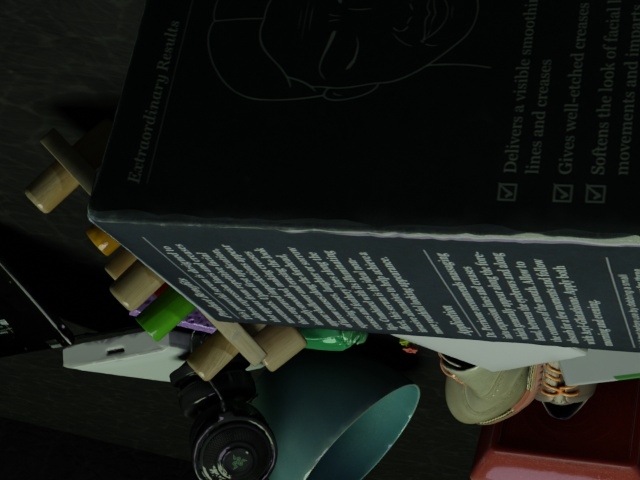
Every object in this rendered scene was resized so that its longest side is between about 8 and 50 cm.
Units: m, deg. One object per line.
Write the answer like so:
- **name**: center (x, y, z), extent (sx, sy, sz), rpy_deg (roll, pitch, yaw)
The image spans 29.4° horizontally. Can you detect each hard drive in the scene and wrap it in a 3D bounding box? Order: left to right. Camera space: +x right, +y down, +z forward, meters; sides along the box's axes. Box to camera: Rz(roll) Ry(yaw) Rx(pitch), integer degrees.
- **hard drive**: center (-0.253, 0.195, 2.039), extent (0.203, 0.040, 0.307), rpy_deg (-12, 164, 24)

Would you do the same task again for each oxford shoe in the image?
- **oxford shoe**: center (0.195, 0.123, 1.500), extent (0.146, 0.140, 0.397), rpy_deg (-17, 149, -20)
- **oxford shoe**: center (0.333, 0.144, 1.604), extent (0.130, 0.133, 0.364), rpy_deg (5, 159, 15)

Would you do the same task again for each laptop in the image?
- **laptop**: center (-0.460, 0.067, 1.972), extent (0.382, 0.236, 0.408), rpy_deg (-14, 121, 48)

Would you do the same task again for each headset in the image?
- **headset**: center (-0.124, 0.260, 1.882), extent (0.185, 0.243, 0.394), rpy_deg (-15, 138, -9)

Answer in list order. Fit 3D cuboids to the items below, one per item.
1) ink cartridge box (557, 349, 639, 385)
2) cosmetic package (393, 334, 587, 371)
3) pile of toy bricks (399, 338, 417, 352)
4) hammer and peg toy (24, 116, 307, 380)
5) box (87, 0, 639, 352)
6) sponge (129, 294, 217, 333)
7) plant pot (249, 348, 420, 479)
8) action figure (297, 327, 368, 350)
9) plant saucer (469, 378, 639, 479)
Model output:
- **ink cartridge box**: center (0.341, 0.062, 1.167), extent (0.208, 0.087, 0.153), rpy_deg (-18, 179, -32)
- **cosmetic package**: center (0.131, -0.021, 1.123), extent (0.224, 0.224, 0.138), rpy_deg (21, 157, -27)
- **pile of toy bricks**: center (0.130, 0.096, 1.619), extent (0.118, 0.105, 0.212), rpy_deg (22, 157, -29)
- **hammer and peg toy**: center (-0.168, 0.034, 1.392), extent (0.266, 0.127, 0.361), rpy_deg (43, 173, 34)
- **box**: center (0.087, -0.099, 0.833), extent (0.395, 0.294, 0.212), rpy_deg (3, 158, 21)
- **sponge**: center (-0.147, 0.066, 1.662), extent (0.210, 0.117, 0.031), rpy_deg (14, 161, -11)
- **plant pot**: center (-0.004, 0.286, 2.029), extent (0.195, 0.290, 0.290), rpy_deg (41, 172, 23)
- **action figure**: center (-0.035, 0.133, 1.866), extent (0.232, 0.063, 0.137), rpy_deg (6, 158, 23)
- **plant saucer**: center (0.365, 0.253, 1.776), extent (0.258, 0.259, 0.048), rpy_deg (4, 130, 18)
